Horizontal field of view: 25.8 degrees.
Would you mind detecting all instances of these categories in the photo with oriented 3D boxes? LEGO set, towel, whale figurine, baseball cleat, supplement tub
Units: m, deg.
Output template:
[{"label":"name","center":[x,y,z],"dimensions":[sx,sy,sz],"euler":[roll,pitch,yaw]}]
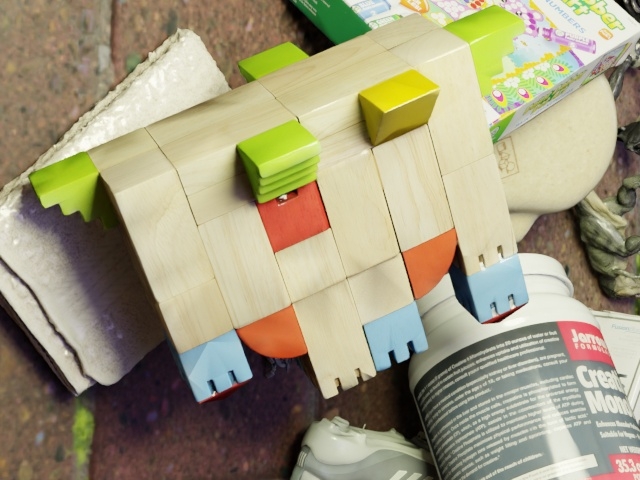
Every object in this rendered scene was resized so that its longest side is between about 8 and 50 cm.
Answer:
[{"label":"LEGO set","center":[-0.024,0.091,1.285],"dimensions":[0.054,0.023,0.083],"euler":[23,79,-40]},{"label":"towel","center":[-0.149,-0.024,1.150],"dimensions":[0.282,0.049,0.187],"euler":[-49,123,-28]},{"label":"whale figurine","center":[0.154,-0.098,1.378],"dimensions":[0.272,0.141,0.216],"euler":[-24,114,-12]},{"label":"baseball cleat","center":[0.047,0.230,1.344],"dimensions":[0.206,0.072,0.109],"euler":[22,95,-38]},{"label":"supplement tub","center":[0.193,0.169,1.306],"dimensions":[0.191,0.191,0.272],"euler":[10,53,-41]}]

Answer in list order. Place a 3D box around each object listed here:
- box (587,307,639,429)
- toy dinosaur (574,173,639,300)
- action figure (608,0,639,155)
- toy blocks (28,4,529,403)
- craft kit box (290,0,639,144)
[{"label":"box","center":[0.263,0.217,1.454],"dimensions":[0.087,0.169,0.290],"euler":[34,71,-38]},{"label":"toy dinosaur","center":[0.324,-0.023,1.520],"dimensions":[0.064,0.118,0.268],"euler":[-53,126,-37]},{"label":"action figure","center":[0.378,-0.230,1.538],"dimensions":[0.164,0.141,0.275],"euler":[23,80,-28]},{"label":"toy blocks","center":[0.000,0.000,1.113],"dimensions":[0.381,0.191,0.261],"euler":[-24,120,-11]},{"label":"craft kit box","center":[0.129,-0.213,1.275],"dimensions":[0.250,0.061,0.247],"euler":[46,51,15]}]
